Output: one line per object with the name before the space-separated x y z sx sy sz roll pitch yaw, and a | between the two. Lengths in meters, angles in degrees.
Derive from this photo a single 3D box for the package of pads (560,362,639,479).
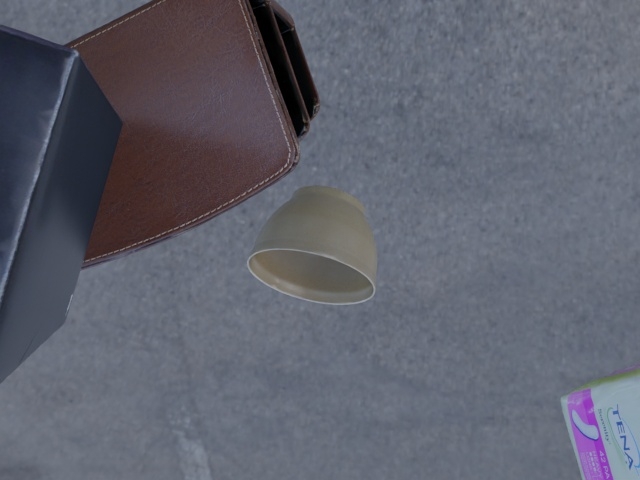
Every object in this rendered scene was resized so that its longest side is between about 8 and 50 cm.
package of pads | 0.311 0.195 0.625 0.101 0.229 0.296 -8 165 -13

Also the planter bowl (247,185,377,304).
planter bowl | 0.000 0.000 1.029 0.162 0.109 0.162 12 156 5

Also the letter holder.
letter holder | -0.156 -0.094 0.817 0.302 0.214 0.152 -22 169 16

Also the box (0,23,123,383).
box | -0.288 -0.051 0.479 0.294 0.182 0.296 18 179 -10
